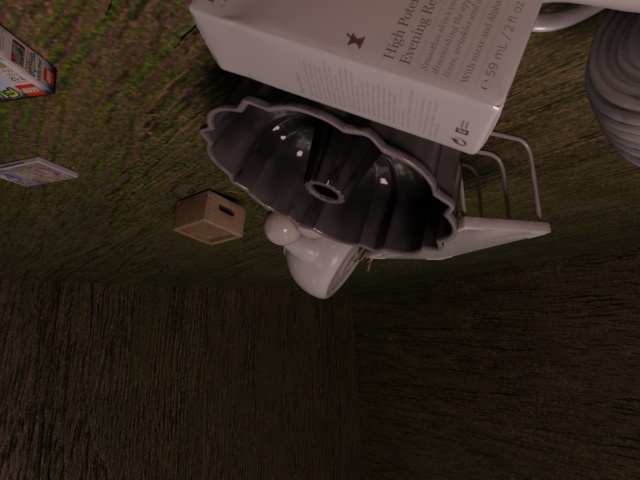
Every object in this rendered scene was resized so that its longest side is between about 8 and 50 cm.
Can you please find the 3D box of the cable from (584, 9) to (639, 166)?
[{"bbox_3d":[0.343,-0.157,0.358,0.257,0.257,0.089,-7,137,50],"label":"cable"}]

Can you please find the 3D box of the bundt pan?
[{"bbox_3d":[0.026,-0.110,0.600,0.331,0.124,0.331,21,163,7],"label":"bundt pan"}]

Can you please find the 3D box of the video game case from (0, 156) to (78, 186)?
[{"bbox_3d":[-0.521,-0.123,0.868,0.122,0.011,0.087,-7,167,18],"label":"video game case"}]

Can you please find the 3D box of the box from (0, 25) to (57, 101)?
[{"bbox_3d":[-0.421,-0.190,0.526,0.207,0.036,0.114,-5,168,9],"label":"box"}]

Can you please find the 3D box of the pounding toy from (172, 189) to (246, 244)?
[{"bbox_3d":[-0.244,-0.054,1.089,0.130,0.100,0.141,-13,153,36],"label":"pounding toy"}]

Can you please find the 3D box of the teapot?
[{"bbox_3d":[0.000,0.000,1.146,0.187,0.252,0.256,34,151,15],"label":"teapot"}]

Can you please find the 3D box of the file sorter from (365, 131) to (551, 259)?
[{"bbox_3d":[0.234,-0.070,0.893,0.193,0.172,0.278,3,167,-27],"label":"file sorter"}]

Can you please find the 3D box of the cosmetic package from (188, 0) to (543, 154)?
[{"bbox_3d":[0.033,-0.165,0.361,0.231,0.117,0.085,21,171,10],"label":"cosmetic package"}]

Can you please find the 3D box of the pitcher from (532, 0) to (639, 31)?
[{"bbox_3d":[0.241,-0.221,0.359,0.207,0.125,0.178,2,178,30],"label":"pitcher"}]

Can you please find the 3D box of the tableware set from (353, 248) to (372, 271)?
[{"bbox_3d":[0.159,-0.019,1.113,0.039,0.194,0.128,38,163,3],"label":"tableware set"}]

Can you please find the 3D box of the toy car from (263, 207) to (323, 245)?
[{"bbox_3d":[-0.041,-0.087,0.888,0.182,0.159,0.136,-12,130,37],"label":"toy car"}]
